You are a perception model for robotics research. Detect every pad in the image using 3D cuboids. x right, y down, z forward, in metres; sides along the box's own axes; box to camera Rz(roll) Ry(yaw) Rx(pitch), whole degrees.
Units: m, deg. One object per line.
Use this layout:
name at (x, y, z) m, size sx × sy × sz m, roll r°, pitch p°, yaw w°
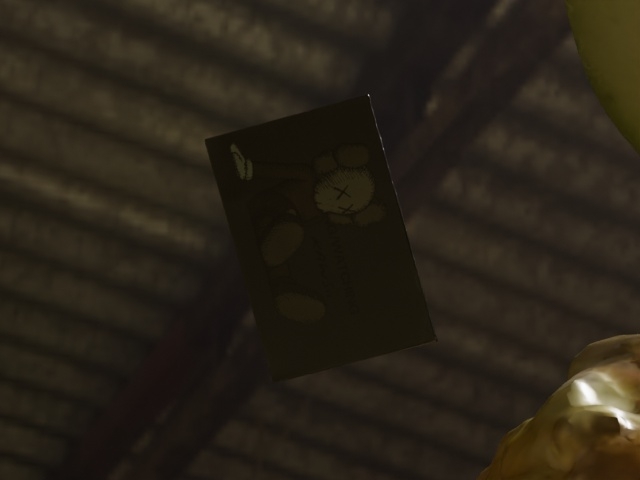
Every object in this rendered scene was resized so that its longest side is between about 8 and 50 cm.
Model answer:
pad at (0.000, 0.000, 1.454) m, size 0.127 × 0.190 × 0.004 m, roll -16°, pitch 3°, yaw 7°

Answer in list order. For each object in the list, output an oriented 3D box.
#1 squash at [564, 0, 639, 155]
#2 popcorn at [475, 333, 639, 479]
squash at (0.208, -0.104, 0.698) m, size 0.252 × 0.049 × 0.252 m, roll 14°, pitch -54°, yaw 20°
popcorn at (0.233, 0.240, 1.192) m, size 0.354 × 0.344 × 0.390 m, roll 33°, pitch -71°, yaw -6°
